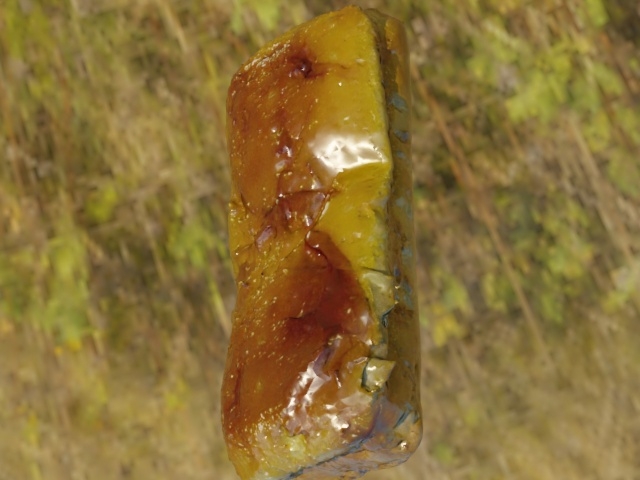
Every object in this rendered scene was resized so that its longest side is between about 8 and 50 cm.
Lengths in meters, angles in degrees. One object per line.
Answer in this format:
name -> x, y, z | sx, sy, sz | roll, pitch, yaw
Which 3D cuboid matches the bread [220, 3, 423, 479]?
bread -> 0.001, 0.001, 1.050 | 0.077, 0.271, 0.139 | 19, 150, -33
